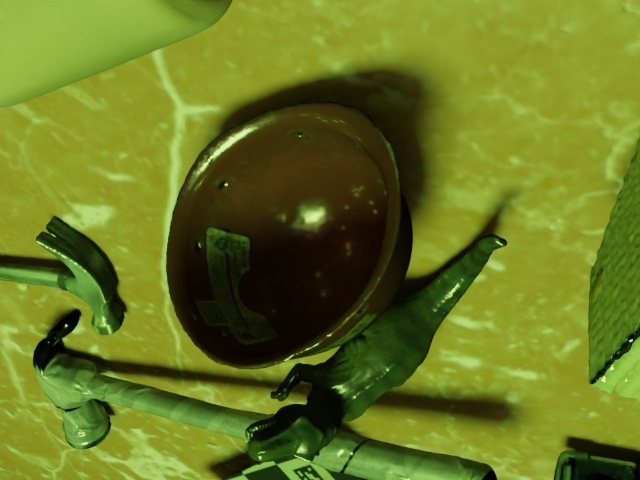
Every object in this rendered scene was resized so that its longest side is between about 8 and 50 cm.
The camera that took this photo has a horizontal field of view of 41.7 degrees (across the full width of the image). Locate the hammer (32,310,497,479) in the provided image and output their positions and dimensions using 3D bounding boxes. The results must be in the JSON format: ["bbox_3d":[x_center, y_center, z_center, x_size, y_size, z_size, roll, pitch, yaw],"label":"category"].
[{"bbox_3d":[-0.063,0.158,0.698,0.427,0.044,0.152,10,131,22],"label":"hammer"}]

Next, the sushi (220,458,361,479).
[{"bbox_3d":[0.015,0.267,0.795,0.215,0.050,0.192,47,129,-12],"label":"sushi"}]

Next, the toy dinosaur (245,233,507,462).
[{"bbox_3d":[0.045,0.089,0.557,0.087,0.187,0.179,44,157,-22],"label":"toy dinosaur"}]

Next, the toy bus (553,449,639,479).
[{"bbox_3d":[0.306,0.264,0.633,0.271,0.133,0.165,6,136,12],"label":"toy bus"}]

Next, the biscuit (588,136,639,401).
[{"bbox_3d":[0.196,-0.048,0.380,0.052,0.150,0.252,22,133,2],"label":"biscuit"}]

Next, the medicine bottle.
[{"bbox_3d":[-0.173,-0.134,0.462,0.252,0.114,0.114,-13,124,29],"label":"medicine bottle"}]

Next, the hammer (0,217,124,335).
[{"bbox_3d":[-0.286,0.020,0.701,0.246,0.029,0.103,7,132,16],"label":"hammer"}]

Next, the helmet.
[{"bbox_3d":[0.000,0.000,0.521,0.175,0.155,0.106,-42,148,25],"label":"helmet"}]
